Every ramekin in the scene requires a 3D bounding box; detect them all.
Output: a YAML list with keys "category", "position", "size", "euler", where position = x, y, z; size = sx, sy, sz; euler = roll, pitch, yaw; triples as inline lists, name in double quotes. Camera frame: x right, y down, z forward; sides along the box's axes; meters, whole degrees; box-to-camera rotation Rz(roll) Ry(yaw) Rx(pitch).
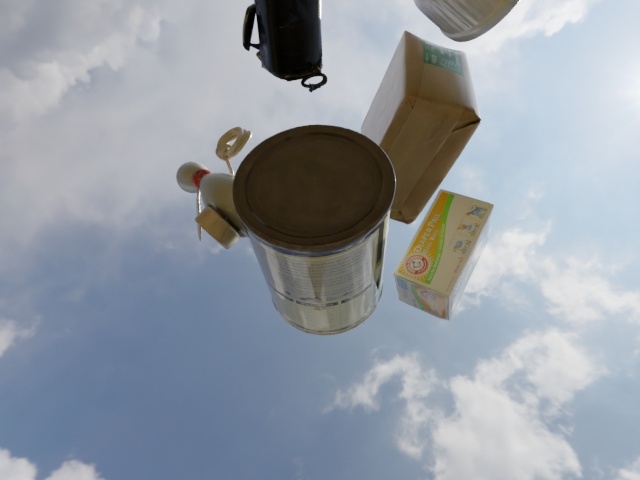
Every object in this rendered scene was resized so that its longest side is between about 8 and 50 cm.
- category: "ramekin"
  position: [0.242, -0.449, 0.697]
  size: [0.109, 0.207, 0.207]
  euler: [18, -103, -26]

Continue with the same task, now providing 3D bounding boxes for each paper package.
- category: "paper package"
  position: [0.211, -0.266, 1.000]
  size: [0.168, 0.309, 0.324]
  euler: [18, -134, -7]

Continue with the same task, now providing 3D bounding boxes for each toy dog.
- category: "toy dog"
  position: [-0.180, -0.076, 0.881]
  size: [0.220, 0.161, 0.333]
  euler: [-33, -143, 4]

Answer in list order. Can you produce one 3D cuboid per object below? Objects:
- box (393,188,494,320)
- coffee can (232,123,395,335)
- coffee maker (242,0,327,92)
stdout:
- category: "box"
  position: [0.229, 0.025, 0.790]
  size: [0.103, 0.114, 0.203]
  euler: [22, -112, 28]
- category: "coffee can"
  position: [0.000, 0.000, 0.639]
  size: [0.202, 0.275, 0.201]
  euler: [-2, -123, 3]
- category: "coffee maker"
  position: [-0.042, -0.364, 0.684]
  size: [0.171, 0.178, 0.120]
  euler: [34, -123, 27]
